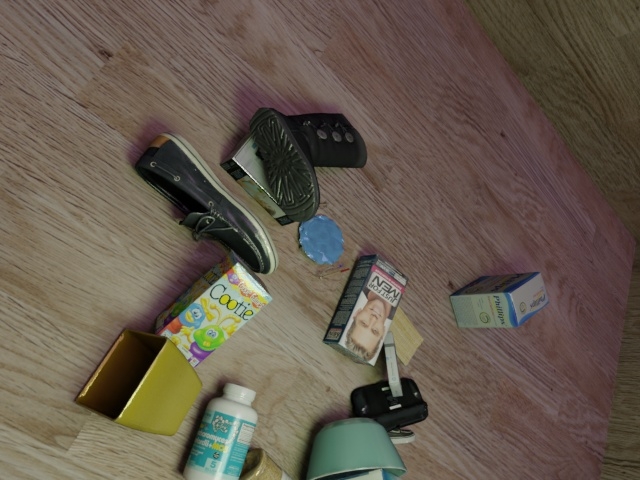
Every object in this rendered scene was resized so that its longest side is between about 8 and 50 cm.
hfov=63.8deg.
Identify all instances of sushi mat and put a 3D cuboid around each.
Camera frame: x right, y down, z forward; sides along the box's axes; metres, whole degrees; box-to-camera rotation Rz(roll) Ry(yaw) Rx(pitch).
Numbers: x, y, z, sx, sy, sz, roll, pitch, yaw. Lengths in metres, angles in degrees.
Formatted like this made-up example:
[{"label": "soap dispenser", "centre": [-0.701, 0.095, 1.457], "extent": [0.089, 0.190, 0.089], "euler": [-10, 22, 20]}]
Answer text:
[{"label": "sushi mat", "centre": [0.274, 0.312, 1.940], "extent": [0.316, 0.019, 0.151], "euler": [53, 56, -18]}]

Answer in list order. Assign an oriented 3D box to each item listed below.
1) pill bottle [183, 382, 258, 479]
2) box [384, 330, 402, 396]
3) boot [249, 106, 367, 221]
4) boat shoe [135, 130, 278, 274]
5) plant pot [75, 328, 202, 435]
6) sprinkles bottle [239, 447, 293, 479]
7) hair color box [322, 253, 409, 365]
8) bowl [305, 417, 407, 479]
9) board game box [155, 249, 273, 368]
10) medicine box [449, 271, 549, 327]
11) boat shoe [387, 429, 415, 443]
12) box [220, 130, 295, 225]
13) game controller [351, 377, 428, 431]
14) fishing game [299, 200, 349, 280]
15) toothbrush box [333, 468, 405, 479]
[{"label": "pill bottle", "centre": [-0.261, 0.531, 1.402], "extent": [0.146, 0.146, 0.263], "euler": [31, 63, -30]}, {"label": "box", "centre": [0.253, 0.434, 1.802], "extent": [0.145, 0.038, 0.186], "euler": [70, 13, -54]}, {"label": "boot", "centre": [0.007, -0.252, 1.672], "extent": [0.445, 0.146, 0.366], "euler": [-12, 79, -57]}, {"label": "boat shoe", "centre": [-0.318, -0.076, 1.452], "extent": [0.500, 0.187, 0.156], "euler": [49, 58, -13]}, {"label": "plant pot", "centre": [-0.427, 0.368, 1.277], "extent": [0.187, 0.212, 0.212], "euler": [50, 55, -35]}, {"label": "sprinkles bottle", "centre": [-0.102, 0.761, 1.499], "extent": [0.355, 0.121, 0.121], "euler": [52, 55, -18]}, {"label": "hair color box", "centre": [0.163, 0.239, 1.793], "extent": [0.174, 0.105, 0.347], "euler": [36, 67, -24]}, {"label": "bowl", "centre": [0.099, 0.655, 1.593], "extent": [0.312, 0.312, 0.163], "euler": [20, 46, -34]}, {"label": "board game box", "centre": [-0.286, 0.179, 1.374], "extent": [0.275, 0.144, 0.142], "euler": [-42, 110, -4]}, {"label": "medicine box", "centre": [0.744, 0.248, 2.144], "extent": [0.264, 0.289, 0.149], "euler": [-21, 95, -39]}, {"label": "boat shoe", "centre": [0.251, 0.677, 1.817], "extent": [0.220, 0.078, 0.070], "euler": [11, 75, -34]}, {"label": "box", "centre": [-0.157, -0.205, 1.656], "extent": [0.290, 0.087, 0.169], "euler": [46, 57, -22]}, {"label": "game controller", "centre": [0.250, 0.582, 1.825], "extent": [0.319, 0.067, 0.166], "euler": [2, 46, -38]}, {"label": "fishing game", "centre": [0.000, 0.000, 1.773], "extent": [0.189, 0.041, 0.263], "euler": [-15, 83, -39]}, {"label": "toothbrush box", "centre": [0.137, 0.786, 1.535], "extent": [0.295, 0.217, 0.126], "euler": [52, 22, -51]}]
